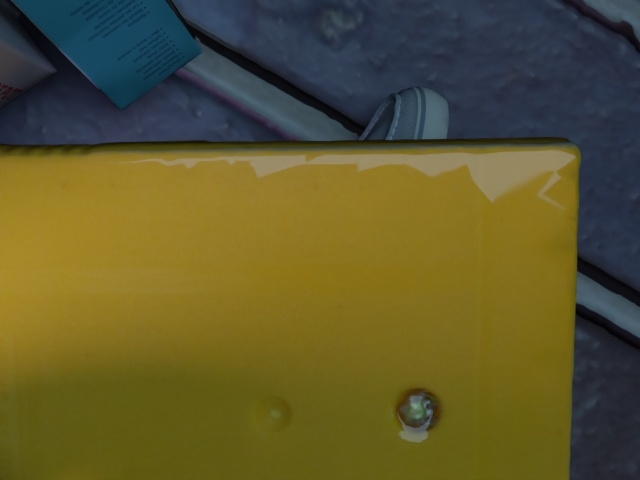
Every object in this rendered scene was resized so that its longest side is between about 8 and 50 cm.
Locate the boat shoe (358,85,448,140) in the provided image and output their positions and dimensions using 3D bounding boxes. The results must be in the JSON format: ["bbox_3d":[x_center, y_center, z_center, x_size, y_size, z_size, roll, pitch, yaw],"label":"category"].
[{"bbox_3d":[-0.001,0.000,0.649,0.081,0.079,0.227,28,84,-16],"label":"boat shoe"}]

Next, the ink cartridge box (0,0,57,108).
[{"bbox_3d":[-0.276,-0.091,0.514,0.233,0.171,0.168,-34,95,-2],"label":"ink cartridge box"}]

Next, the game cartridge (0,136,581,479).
[{"bbox_3d":[-0.027,0.087,0.599,0.324,0.052,0.285,0,100,0],"label":"game cartridge"}]

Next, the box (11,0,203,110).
[{"bbox_3d":[-0.141,-0.161,0.525,0.060,0.244,0.100,-35,69,2],"label":"box"}]
